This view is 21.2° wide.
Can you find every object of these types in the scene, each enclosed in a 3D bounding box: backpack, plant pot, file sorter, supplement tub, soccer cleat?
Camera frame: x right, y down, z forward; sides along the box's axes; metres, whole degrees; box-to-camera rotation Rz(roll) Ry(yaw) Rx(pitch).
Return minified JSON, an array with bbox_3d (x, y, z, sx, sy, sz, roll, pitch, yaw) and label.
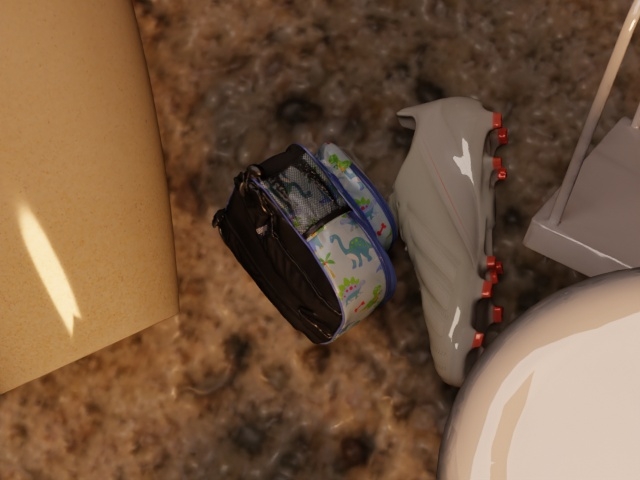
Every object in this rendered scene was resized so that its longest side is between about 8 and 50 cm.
[{"bbox_3d":[0.000,0.000,1.090,0.084,0.105,0.114,-32,82,-21],"label":"backpack"},{"bbox_3d":[-0.203,-0.051,1.080,0.256,0.256,0.274,-24,89,2],"label":"plant pot"},{"bbox_3d":[0.296,-0.041,0.972,0.277,0.193,0.173,27,122,14],"label":"file sorter"},{"bbox_3d":[0.176,0.145,0.900,0.207,0.338,0.207,-2,75,9],"label":"supplement tub"},{"bbox_3d":[0.079,0.000,1.100,0.076,0.068,0.196,-1,69,14],"label":"soccer cleat"}]
